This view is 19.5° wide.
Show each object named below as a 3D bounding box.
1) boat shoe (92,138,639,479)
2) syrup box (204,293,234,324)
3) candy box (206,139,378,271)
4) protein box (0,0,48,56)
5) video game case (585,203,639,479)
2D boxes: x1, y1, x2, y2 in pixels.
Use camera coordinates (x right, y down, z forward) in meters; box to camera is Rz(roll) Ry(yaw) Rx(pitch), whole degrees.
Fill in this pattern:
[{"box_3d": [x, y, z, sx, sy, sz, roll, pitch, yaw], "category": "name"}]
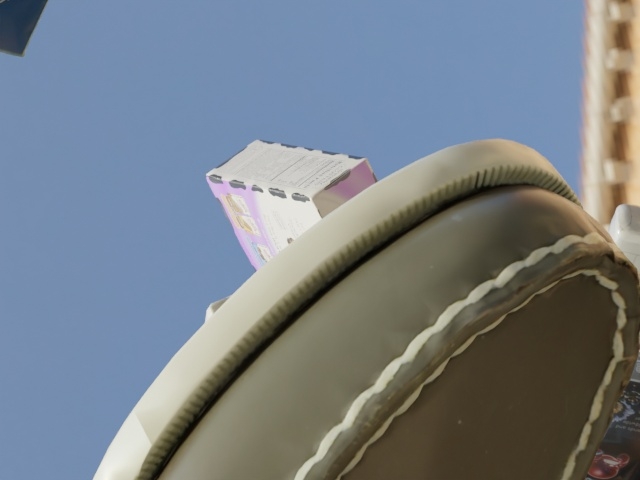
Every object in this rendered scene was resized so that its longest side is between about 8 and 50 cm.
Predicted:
[{"box_3d": [-0.019, 0.119, 0.394, 0.109, 0.091, 0.305, 37, -92, -41], "category": "boat shoe"}, {"box_3d": [-0.011, 0.099, 1.021, 0.093, 0.237, 0.096, -23, -108, -16], "category": "syrup box"}, {"box_3d": [0.000, 0.000, 1.715, 0.070, 0.196, 0.165, -37, -65, -22], "category": "candy box"}, {"box_3d": [-0.191, -0.218, 0.807, 0.200, 0.201, 0.136, 13, -146, -29], "category": "protein box"}, {"box_3d": [0.192, 0.071, 0.772, 0.190, 0.173, 0.022, 12, -138, -1], "category": "video game case"}]
